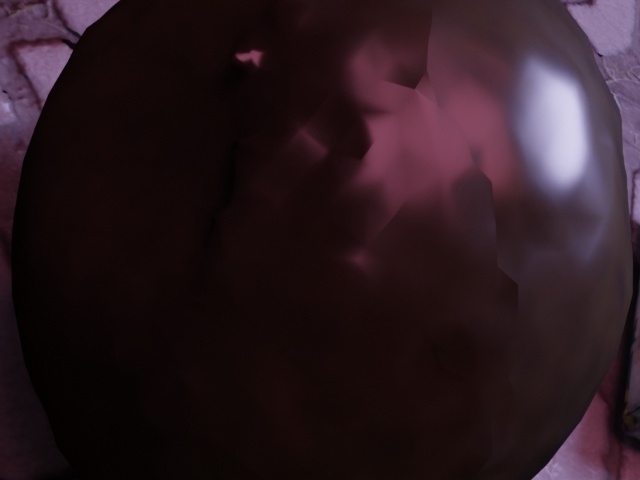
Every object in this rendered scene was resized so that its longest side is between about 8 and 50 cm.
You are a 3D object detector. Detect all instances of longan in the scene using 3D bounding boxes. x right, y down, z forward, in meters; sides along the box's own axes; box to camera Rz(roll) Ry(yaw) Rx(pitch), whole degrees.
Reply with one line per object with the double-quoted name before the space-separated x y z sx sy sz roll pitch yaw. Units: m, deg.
"longan" 0.004 -0.008 0.950 0.404 0.404 0.436 27 44 -11

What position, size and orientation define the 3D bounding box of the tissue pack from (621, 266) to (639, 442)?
"tissue pack" 0.403 0.087 1.336 0.228 0.128 0.311 30 42 -11
